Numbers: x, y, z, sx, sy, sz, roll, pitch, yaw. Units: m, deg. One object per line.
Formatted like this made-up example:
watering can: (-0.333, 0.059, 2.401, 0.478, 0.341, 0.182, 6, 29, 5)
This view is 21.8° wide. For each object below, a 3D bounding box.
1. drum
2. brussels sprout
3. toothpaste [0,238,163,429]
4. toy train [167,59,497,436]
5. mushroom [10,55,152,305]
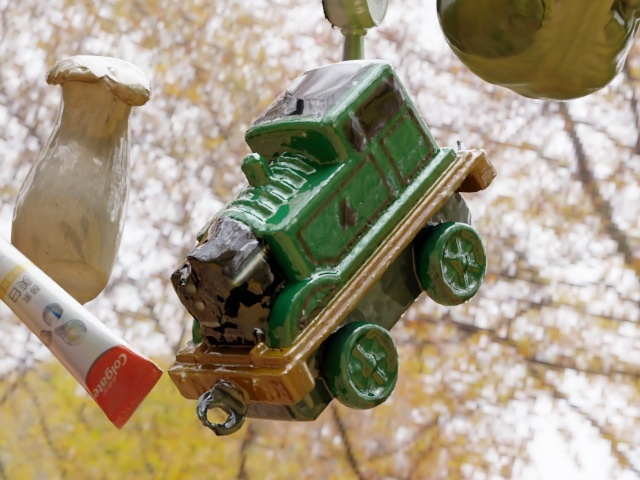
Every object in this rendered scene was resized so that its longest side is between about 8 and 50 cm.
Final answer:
drum: (0.039, -0.210, 1.753, 0.049, 0.253, 0.130, 1, 9, 17)
brussels sprout: (0.214, -0.255, 1.529, 0.210, 0.220, 0.271, 18, -13, -9)
toothpaste: (-0.179, 0.049, 1.104, 0.190, 0.048, 0.031, 39, 3, 28)
toy train: (0.000, 0.000, 0.831, 0.091, 0.227, 0.136, -2, -56, 47)
mushroom: (-0.197, -0.050, 1.360, 0.088, 0.213, 0.097, 18, -3, -31)
